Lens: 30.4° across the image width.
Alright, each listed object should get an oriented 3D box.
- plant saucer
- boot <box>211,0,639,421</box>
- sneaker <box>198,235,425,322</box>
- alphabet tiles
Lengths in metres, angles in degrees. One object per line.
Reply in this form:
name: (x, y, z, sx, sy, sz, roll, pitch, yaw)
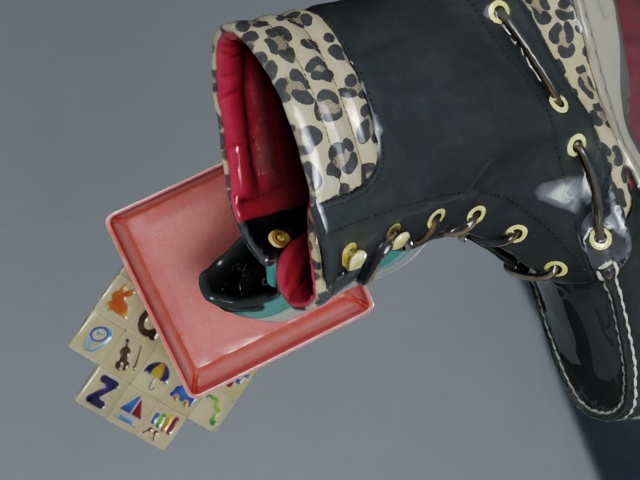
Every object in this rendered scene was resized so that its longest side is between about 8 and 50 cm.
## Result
plant saucer: (-0.097, 0.025, 1.441, 0.258, 0.259, 0.048, 67, -9, -19)
boot: (0.096, -0.016, 0.806, 0.138, 0.284, 0.377, 8, -65, 58)
sneaker: (0.000, 0.000, 1.232, 0.302, 0.121, 0.108, -35, -114, 29)
alphabet tiles: (-0.177, 0.112, 1.619, 0.285, 0.342, 0.011, 39, -7, -38)
